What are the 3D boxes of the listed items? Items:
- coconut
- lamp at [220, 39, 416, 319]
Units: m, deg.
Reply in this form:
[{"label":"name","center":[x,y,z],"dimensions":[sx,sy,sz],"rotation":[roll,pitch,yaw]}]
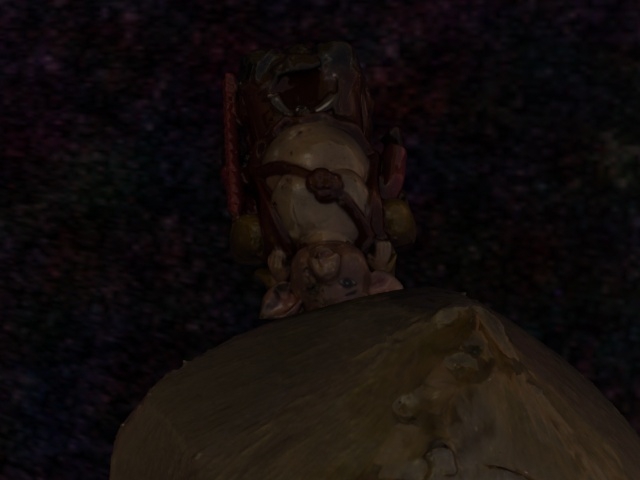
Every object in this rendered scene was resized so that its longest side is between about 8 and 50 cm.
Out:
[{"label":"coconut","center":[0.024,0.126,0.729],"dimensions":[0.227,0.227,0.230],"rotation":[-12,118,-36]},{"label":"lamp","center":[0.000,0.000,1.106],"dimensions":[0.118,0.118,0.253],"rotation":[24,47,-36]}]
